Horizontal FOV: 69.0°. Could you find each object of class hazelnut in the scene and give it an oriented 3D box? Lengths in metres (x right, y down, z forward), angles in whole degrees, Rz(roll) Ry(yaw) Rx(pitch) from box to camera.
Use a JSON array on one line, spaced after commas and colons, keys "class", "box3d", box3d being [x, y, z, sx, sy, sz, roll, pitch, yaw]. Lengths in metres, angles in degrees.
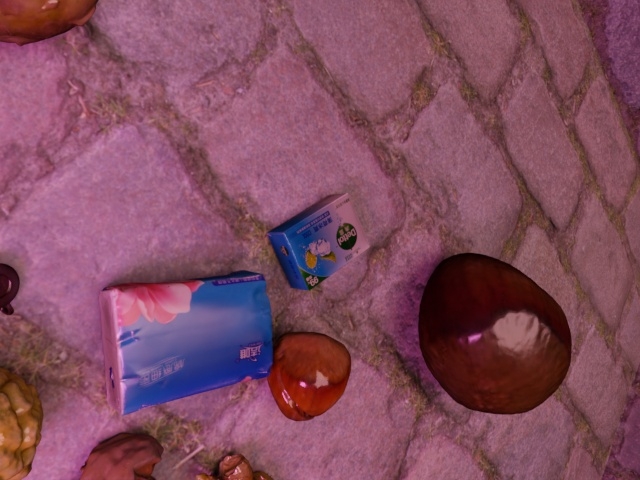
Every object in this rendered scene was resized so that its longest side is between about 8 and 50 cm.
[{"class": "hazelnut", "box3d": [0.428, 0.222, 1.175, 0.421, 0.353, 0.421, 23, 51, -31]}, {"class": "hazelnut", "box3d": [-0.033, 0.265, 0.944, 0.182, 0.182, 0.182, -1, 91, -37]}]

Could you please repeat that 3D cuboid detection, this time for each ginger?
[{"class": "ginger", "box3d": [-0.159, 0.500, 0.883, 0.216, 0.102, 0.157, 50, 56, -26]}]

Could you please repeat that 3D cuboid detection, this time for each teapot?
[{"class": "teapot", "box3d": [-0.478, 0.068, 0.676, 0.068, 0.045, 0.100, -51, 138, -49]}]

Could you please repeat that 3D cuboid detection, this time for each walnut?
[{"class": "walnut", "box3d": [-0.323, 0.453, 0.740, 0.204, 0.141, 0.238, -18, 99, -30]}]

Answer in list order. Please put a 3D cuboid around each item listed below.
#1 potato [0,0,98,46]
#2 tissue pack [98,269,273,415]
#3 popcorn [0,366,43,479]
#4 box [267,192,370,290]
[{"class": "potato", "box3d": [-0.399, -0.405, 0.629, 0.288, 0.301, 0.237, -16, 125, -3]}, {"class": "tissue pack", "box3d": [-0.224, 0.167, 0.808, 0.269, 0.137, 0.209, -3, 94, -37]}, {"class": "popcorn", "box3d": [-0.491, 0.277, 0.579, 0.237, 0.206, 0.251, 14, 94, -50]}, {"class": "box", "box3d": [-0.001, 0.000, 1.011, 0.194, 0.073, 0.139, -34, 110, -32]}]
